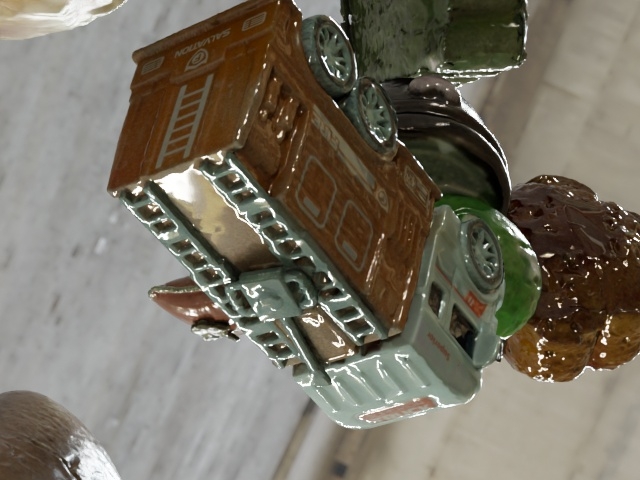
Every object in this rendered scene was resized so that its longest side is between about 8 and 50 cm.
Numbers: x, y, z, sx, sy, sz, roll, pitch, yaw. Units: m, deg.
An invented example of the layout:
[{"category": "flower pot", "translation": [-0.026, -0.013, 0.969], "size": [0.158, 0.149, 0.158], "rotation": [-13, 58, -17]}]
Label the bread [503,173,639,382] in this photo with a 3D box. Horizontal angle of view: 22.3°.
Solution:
[{"category": "bread", "translation": [0.238, 0.033, 1.638], "size": [0.247, 0.232, 0.135], "rotation": [-116, -157, -49]}]

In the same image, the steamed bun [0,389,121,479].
[{"category": "steamed bun", "translation": [-0.224, 0.275, 1.151], "size": [0.251, 0.199, 0.301], "rotation": [-6, 111, -68]}]

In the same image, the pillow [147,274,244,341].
[{"category": "pillow", "translation": [-0.081, 0.070, 1.853], "size": [0.171, 0.179, 0.075], "rotation": [33, 45, -61]}]

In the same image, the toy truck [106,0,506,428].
[{"category": "toy truck", "translation": [0.000, 0.000, 1.065], "size": [0.305, 0.136, 0.162], "rotation": [49, 37, -34]}]

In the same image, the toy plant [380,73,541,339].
[{"category": "toy plant", "translation": [0.088, -0.025, 1.421], "size": [0.235, 0.218, 0.175], "rotation": [-84, -164, -46]}]

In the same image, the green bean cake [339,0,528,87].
[{"category": "green bean cake", "translation": [0.117, -0.279, 1.694], "size": [0.255, 0.132, 0.241], "rotation": [166, -79, -67]}]

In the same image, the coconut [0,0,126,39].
[{"category": "coconut", "translation": [-0.217, -0.295, 1.011], "size": [0.415, 0.344, 0.415], "rotation": [-37, 158, -18]}]
